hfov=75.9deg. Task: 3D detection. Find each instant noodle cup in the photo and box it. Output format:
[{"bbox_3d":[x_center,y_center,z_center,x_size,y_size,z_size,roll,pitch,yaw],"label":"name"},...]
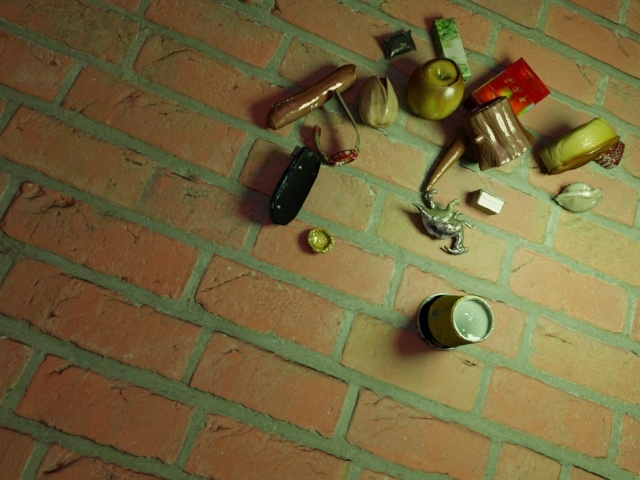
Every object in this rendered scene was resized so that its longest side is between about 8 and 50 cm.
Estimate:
[{"bbox_3d":[0.469,0.275,1.415,0.215,0.236,0.216,2,77,-7],"label":"instant noodle cup"}]

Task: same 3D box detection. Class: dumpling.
[{"bbox_3d":[1.053,-0.178,1.650,0.198,0.136,0.119,-2,72,-20],"label":"dumpling"}]

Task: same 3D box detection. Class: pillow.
[{"bbox_3d":[0.330,-0.815,1.706,0.149,0.048,0.091,-22,80,-15],"label":"pillow"}]

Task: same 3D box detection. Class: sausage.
[{"bbox_3d":[-0.030,-0.553,1.577,0.418,0.094,0.094,-34,129,-13],"label":"sausage"}]

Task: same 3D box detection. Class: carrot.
[{"bbox_3d":[0.510,-0.319,1.633,0.069,0.069,0.336,38,81,0],"label":"carrot"}]

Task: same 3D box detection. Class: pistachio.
[{"bbox_3d":[0.223,-0.536,1.583,0.157,0.157,0.230,3,66,-8],"label":"pistachio"}]

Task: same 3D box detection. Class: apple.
[{"bbox_3d":[0.452,-0.591,1.598,0.236,0.207,0.237,2,76,-10],"label":"apple"}]

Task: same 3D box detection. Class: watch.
[{"bbox_3d":[0.052,-0.414,1.549,0.164,0.102,0.269,-26,84,9],"label":"watch"}]

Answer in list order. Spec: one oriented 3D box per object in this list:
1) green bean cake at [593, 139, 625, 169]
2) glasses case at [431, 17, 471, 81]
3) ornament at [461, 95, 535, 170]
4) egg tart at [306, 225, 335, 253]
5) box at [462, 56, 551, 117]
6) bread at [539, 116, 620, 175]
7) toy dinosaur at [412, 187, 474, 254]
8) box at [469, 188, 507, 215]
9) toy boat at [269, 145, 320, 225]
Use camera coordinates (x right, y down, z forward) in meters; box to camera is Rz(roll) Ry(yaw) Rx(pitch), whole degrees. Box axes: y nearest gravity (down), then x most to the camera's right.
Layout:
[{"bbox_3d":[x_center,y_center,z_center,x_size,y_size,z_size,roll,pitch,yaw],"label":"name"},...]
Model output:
[{"bbox_3d":[1.224,-0.389,1.755,0.135,0.056,0.135,31,77,-2],"label":"green bean cake"},{"bbox_3d":[0.547,-0.797,1.730,0.095,0.062,0.273,-10,80,-5],"label":"glasses case"},{"bbox_3d":[0.663,-0.415,1.564,0.235,0.221,0.218,-29,102,7],"label":"ornament"},{"bbox_3d":[0.000,0.000,1.496,0.104,0.039,0.105,2,79,-8],"label":"egg tart"},{"bbox_3d":[0.777,-0.597,1.712,0.313,0.089,0.198,-37,88,-13],"label":"box"},{"bbox_3d":[1.012,-0.363,1.617,0.269,0.270,0.148,-28,83,-13],"label":"bread"},{"bbox_3d":[0.478,-0.075,1.566,0.294,0.077,0.162,40,76,0],"label":"toy dinosaur"},{"bbox_3d":[0.652,-0.148,1.605,0.121,0.089,0.062,25,87,-3],"label":"box"},{"bbox_3d":[-0.115,-0.198,1.496,0.092,0.134,0.299,20,75,34],"label":"toy boat"}]
